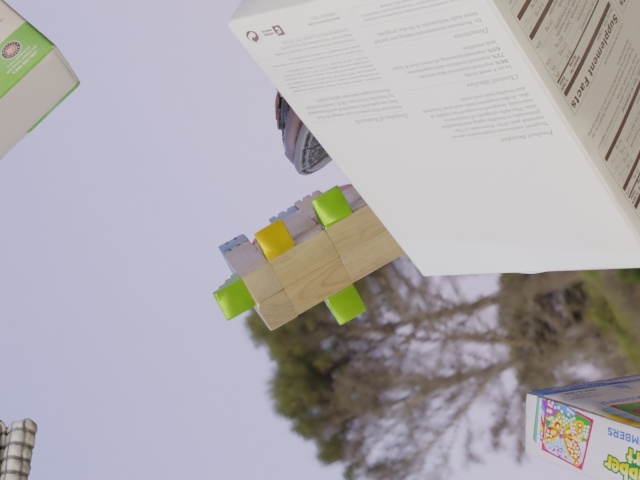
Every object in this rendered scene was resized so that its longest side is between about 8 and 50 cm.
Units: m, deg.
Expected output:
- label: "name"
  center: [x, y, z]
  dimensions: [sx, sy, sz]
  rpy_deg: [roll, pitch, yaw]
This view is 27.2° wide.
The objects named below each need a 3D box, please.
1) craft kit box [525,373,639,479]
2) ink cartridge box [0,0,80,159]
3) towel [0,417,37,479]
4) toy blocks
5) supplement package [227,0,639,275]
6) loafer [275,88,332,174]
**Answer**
- label: "craft kit box"
  center: [0.323, 0.145, 0.963]
  dimensions: [0.250, 0.247, 0.061]
  rpy_deg: [-4, -84, -32]
- label: "ink cartridge box"
  center: [-0.511, -0.256, 1.875]
  dimensions: [0.273, 0.198, 0.115]
  rpy_deg: [41, 170, 23]
- label: "towel"
  center: [-0.425, 0.339, 1.495]
  dimensions: [0.121, 0.284, 0.235]
  rpy_deg: [15, -119, -21]
- label: "toy blocks"
  center: [0.000, 0.000, 2.090]
  dimensions: [0.190, 0.381, 0.261]
  rpy_deg: [62, 174, -16]
- label: "supplement package"
  center: [0.119, -0.134, 0.907]
  dimensions: [0.262, 0.199, 0.198]
  rpy_deg: [51, -127, -33]
- label: "loafer"
  center: [0.004, -0.196, 1.390]
  dimensions: [0.109, 0.302, 0.095]
  rpy_deg: [-33, -113, -32]
